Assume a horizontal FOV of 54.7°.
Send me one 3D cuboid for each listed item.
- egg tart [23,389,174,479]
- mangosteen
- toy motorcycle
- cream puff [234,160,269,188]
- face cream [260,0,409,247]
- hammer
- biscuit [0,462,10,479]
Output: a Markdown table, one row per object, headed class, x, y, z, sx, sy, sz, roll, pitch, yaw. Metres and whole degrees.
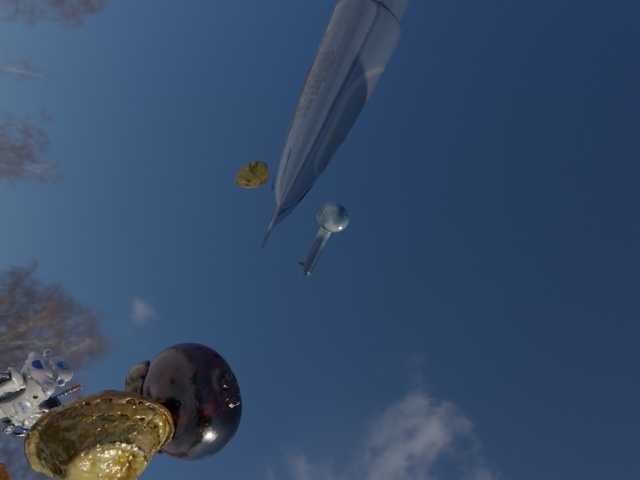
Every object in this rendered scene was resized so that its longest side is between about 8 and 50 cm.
| class | x | y | z | sx | sy | sz | roll | pitch | yaw |
| --- | --- | --- | --- | --- | --- | --- | --- | --- | --- |
| egg tart | -0.286 | 0.271 | 0.812 | 0.191 | 0.191 | 0.074 | -60 | -145 | 27 |
| mangosteen | -0.221 | 0.255 | 0.963 | 0.200 | 0.200 | 0.199 | -5 | -96 | 48 |
| toy motorcycle | -0.526 | 0.291 | 1.150 | 0.102 | 0.150 | 0.221 | 47 | -29 | 33 |
| cream puff | -0.152 | -0.146 | 1.417 | 0.058 | 0.083 | 0.083 | 37 | -89 | 20 |
| face cream | 0.016 | -0.172 | 0.716 | 0.135 | 0.086 | 0.385 | 138 | -23 | -78 |
| hammer | 0.000 | 0.000 | 1.473 | 0.193 | 0.070 | 0.116 | -63 | -169 | 3 |
| biscuit | -0.529 | 0.351 | 0.864 | 0.027 | 0.184 | 0.133 | -11 | -112 | 37 |
